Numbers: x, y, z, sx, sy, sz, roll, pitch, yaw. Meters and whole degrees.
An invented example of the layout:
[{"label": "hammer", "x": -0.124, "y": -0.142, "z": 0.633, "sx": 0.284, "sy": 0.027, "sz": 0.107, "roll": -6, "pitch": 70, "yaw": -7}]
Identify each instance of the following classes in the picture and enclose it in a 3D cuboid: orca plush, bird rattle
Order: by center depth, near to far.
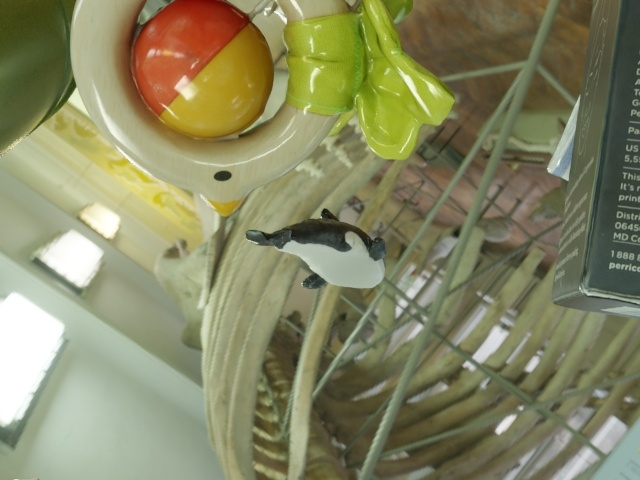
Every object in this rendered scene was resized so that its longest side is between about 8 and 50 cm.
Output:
[{"label": "bird rattle", "x": -0.050, "y": -0.125, "z": 0.381, "sx": 0.253, "sy": 0.207, "sz": 0.143, "roll": 40, "pitch": -169, "yaw": -30}, {"label": "orca plush", "x": 0.000, "y": 0.000, "z": 1.069, "sx": 0.287, "sy": 0.151, "sz": 0.102, "roll": 9, "pitch": -130, "yaw": -39}]

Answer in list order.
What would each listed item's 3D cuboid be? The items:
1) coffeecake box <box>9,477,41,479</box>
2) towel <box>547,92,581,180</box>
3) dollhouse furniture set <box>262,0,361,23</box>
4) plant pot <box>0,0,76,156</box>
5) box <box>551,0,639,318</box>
[{"label": "coffeecake box", "x": -0.210, "y": 0.284, "z": 0.467, "sx": 0.142, "sy": 0.068, "sz": 0.186, "roll": 65, "pitch": -159, "yaw": -49}, {"label": "towel", "x": 0.480, "y": -0.137, "z": 0.908, "sx": 0.285, "sy": 0.209, "sz": 0.034, "roll": 24, "pitch": -159, "yaw": 10}, {"label": "dollhouse furniture set", "x": 0.075, "y": -0.345, "z": 0.463, "sx": 0.174, "sy": 0.303, "sz": 0.355, "roll": 45, "pitch": 165, "yaw": -7}, {"label": "plant pot", "x": -0.449, "y": -0.186, "z": 0.665, "sx": 0.366, "sy": 0.366, "sz": 0.353, "roll": 39, "pitch": -158, "yaw": -28}, {"label": "box", "x": 0.372, "y": -0.116, "z": 0.658, "sx": 0.211, "sy": 0.396, "sz": 0.293, "roll": 8, "pitch": 176, "yaw": 15}]
